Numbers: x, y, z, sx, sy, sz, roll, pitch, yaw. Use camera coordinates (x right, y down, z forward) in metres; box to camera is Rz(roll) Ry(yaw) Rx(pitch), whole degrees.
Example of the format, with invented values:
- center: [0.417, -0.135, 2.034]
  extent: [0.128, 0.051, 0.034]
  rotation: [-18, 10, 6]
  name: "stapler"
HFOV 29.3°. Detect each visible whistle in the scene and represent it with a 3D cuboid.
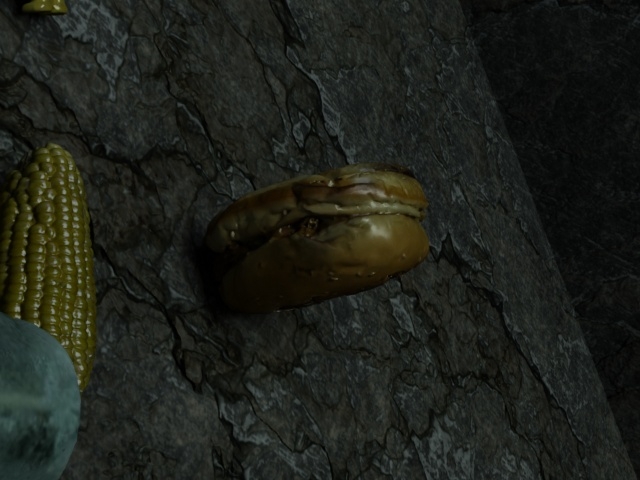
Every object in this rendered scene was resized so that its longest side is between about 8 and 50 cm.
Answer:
- center: [-0.372, 0.225, 1.139]
  extent: [0.168, 0.188, 0.404]
  rotation: [20, 89, -61]
  name: "whistle"

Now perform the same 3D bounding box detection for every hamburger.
- center: [0.007, -0.002, 1.741]
  extent: [0.284, 0.305, 0.174]
  rotation: [-8, 83, -61]
  name: "hamburger"

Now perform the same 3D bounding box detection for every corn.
- center: [-0.311, 0.054, 1.350]
  extent: [0.130, 0.130, 0.346]
  rotation: [35, 41, -47]
  name: "corn"

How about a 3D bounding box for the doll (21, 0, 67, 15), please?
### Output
- center: [-0.367, -0.405, 1.548]
  extent: [0.135, 0.099, 0.241]
  rotation: [-19, 89, -38]
  name: "doll"
